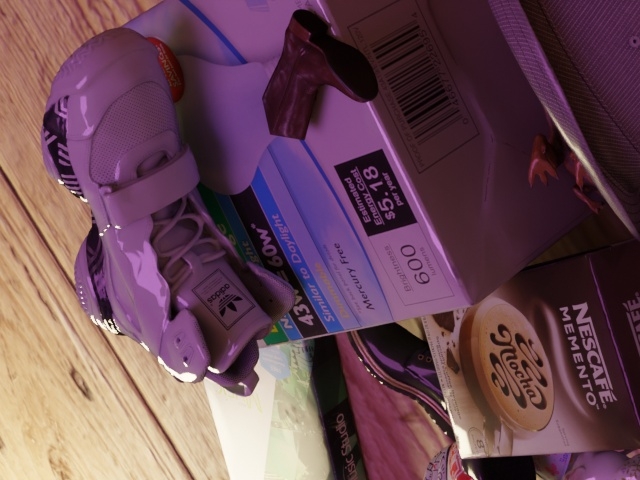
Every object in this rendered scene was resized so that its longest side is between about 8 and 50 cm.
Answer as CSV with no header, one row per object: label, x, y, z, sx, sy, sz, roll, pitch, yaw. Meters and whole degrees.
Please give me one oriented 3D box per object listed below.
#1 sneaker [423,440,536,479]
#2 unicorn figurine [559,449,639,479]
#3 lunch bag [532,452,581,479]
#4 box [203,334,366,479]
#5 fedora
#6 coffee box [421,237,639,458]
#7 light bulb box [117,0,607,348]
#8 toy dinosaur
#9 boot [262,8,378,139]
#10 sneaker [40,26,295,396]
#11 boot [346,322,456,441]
sneaker,0.176,0.333,1.417,0.145,0.090,0.270,140,124,-63
unicorn figurine,0.272,0.215,1.286,0.060,0.111,0.162,54,151,-5
lunch bag,0.239,0.211,1.431,0.071,0.053,0.083,30,126,29
box,-0.056,0.213,1.768,0.232,0.058,0.322,12,125,44
fedora,0.240,-0.148,1.071,0.124,0.244,0.275,-29,109,22
coffee box,0.224,0.099,1.240,0.297,0.118,0.168,-24,82,63
light bulb box,0.015,-0.113,1.306,0.361,0.225,0.358,-17,102,52
toy dinosaur,0.214,-0.090,1.197,0.064,0.112,0.211,-26,104,27
boot,-0.004,-0.113,1.109,0.106,0.037,0.114,53,140,27
sneaker,-0.129,-0.012,1.248,0.210,0.137,0.366,35,144,28
boot,0.134,0.118,1.478,0.198,0.077,0.137,37,136,5
